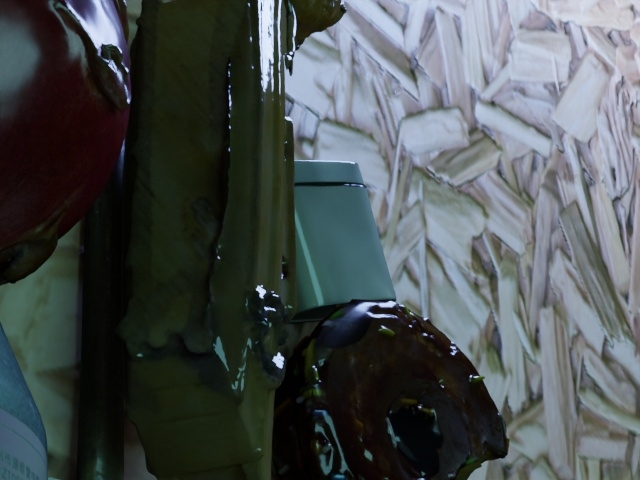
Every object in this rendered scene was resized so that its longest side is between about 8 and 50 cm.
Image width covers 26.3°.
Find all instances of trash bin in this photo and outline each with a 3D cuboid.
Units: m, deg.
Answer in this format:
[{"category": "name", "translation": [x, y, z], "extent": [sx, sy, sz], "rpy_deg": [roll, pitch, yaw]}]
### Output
[{"category": "trash bin", "translation": [0.000, 0.000, 1.178], "extent": [0.116, 0.059, 0.130], "rpy_deg": [-2, 71, -45]}]

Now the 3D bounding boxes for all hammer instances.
[{"category": "hammer", "translation": [-0.161, 0.052, 1.002], "extent": [0.111, 0.043, 0.365], "rpy_deg": [21, 52, -36]}]

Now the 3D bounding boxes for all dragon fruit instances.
[{"category": "dragon fruit", "translation": [-0.228, -0.106, 0.865], "extent": [0.250, 0.250, 0.315], "rpy_deg": [44, 28, -19]}]

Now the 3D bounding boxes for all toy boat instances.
[{"category": "toy boat", "translation": [-0.082, -0.014, 1.029], "extent": [0.162, 0.136, 0.445], "rpy_deg": [60, 24, -52]}]

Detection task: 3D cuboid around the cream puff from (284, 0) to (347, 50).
[{"category": "cream puff", "translation": [-0.056, -0.238, 1.212], "extent": [0.150, 0.115, 0.165], "rpy_deg": [25, 42, -44]}]

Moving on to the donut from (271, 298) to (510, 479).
[{"category": "donut", "translation": [0.045, 0.161, 1.105], "extent": [0.216, 0.096, 0.230], "rpy_deg": [41, 44, -19]}]

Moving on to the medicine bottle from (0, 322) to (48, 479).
[{"category": "medicine bottle", "translation": [-0.245, 0.101, 0.618], "extent": [0.245, 0.245, 0.290], "rpy_deg": [19, 49, -39]}]
